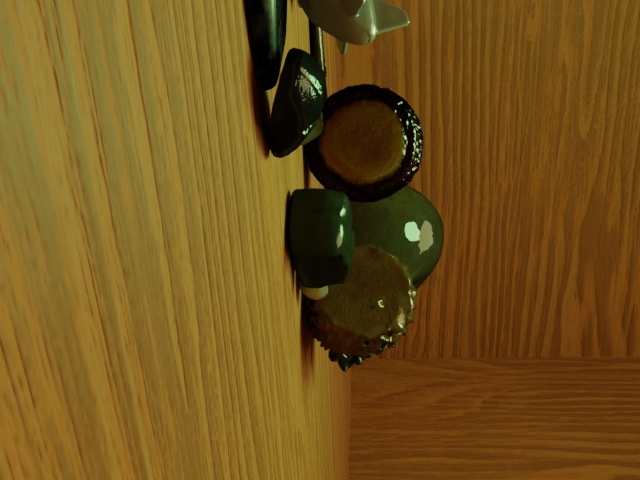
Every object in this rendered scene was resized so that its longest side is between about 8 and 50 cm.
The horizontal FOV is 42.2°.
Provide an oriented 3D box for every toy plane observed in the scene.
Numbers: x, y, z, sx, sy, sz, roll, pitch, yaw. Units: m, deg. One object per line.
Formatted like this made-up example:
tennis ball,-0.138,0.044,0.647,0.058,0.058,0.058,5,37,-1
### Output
toy plane,0.009,-0.370,1.073,0.267,0.123,0.267,58,-20,34

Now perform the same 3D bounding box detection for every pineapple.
pineapple,0.064,0.154,1.662,0.357,0.223,0.222,108,-16,-67

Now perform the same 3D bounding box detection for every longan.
longan,0.163,0.010,2.201,0.361,0.361,0.361,-1,90,-86

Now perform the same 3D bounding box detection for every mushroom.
mushroom,-0.006,0.061,1.449,0.083,0.067,0.083,-7,90,-81

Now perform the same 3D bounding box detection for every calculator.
calculator,-0.064,-0.306,0.973,0.177,0.040,0.268,-84,177,-46

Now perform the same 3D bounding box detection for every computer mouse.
computer mouse,-0.028,-0.168,1.030,0.192,0.062,0.105,111,-8,-71

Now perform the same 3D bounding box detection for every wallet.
wallet,-0.002,-0.396,1.887,0.137,0.031,0.255,-82,170,-65

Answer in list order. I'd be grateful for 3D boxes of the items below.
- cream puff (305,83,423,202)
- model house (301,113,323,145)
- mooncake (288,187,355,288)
cream puff,0.087,-0.192,1.655,0.165,0.239,0.239,-43,132,-82
model house,-0.036,-0.199,1.246,0.078,0.066,0.083,63,6,-56
mooncake,0.000,0.000,1.336,0.175,0.104,0.168,-43,137,-80
